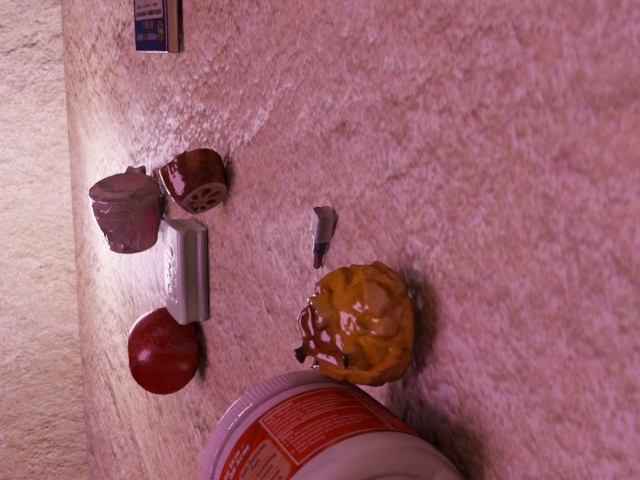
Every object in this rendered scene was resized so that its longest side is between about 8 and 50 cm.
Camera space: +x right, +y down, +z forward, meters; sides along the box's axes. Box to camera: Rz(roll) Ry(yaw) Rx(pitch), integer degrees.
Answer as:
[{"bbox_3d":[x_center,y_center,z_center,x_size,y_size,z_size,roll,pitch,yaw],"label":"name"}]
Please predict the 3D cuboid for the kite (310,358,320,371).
[{"bbox_3d":[0.033,0.179,1.288,0.244,0.006,0.198,156,107,-66],"label":"kite"}]

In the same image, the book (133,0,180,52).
[{"bbox_3d":[-0.356,-0.613,1.954,0.300,0.039,0.428,-153,60,-63],"label":"book"}]

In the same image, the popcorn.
[{"bbox_3d":[0.046,0.100,1.087,0.148,0.152,0.167,43,146,30],"label":"popcorn"}]

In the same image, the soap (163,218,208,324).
[{"bbox_3d":[-0.277,0.060,1.902,0.119,0.066,0.198,-151,58,-60],"label":"soap"}]

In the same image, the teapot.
[{"bbox_3d":[-0.461,-0.068,2.179,0.221,0.163,0.178,-135,37,-55],"label":"teapot"}]

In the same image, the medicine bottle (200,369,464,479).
[{"bbox_3d":[0.016,0.303,1.049,0.241,0.252,0.252,-151,59,-64],"label":"medicine bottle"}]

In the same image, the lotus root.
[{"bbox_3d":[-0.223,-0.109,1.683,0.081,0.112,0.122,63,-178,21],"label":"lotus root"}]

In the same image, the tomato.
[{"bbox_3d":[-0.338,0.236,1.985,0.187,0.151,0.187,173,90,-72],"label":"tomato"}]

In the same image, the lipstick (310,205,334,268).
[{"bbox_3d":[0.000,0.000,1.299,0.107,0.025,0.025,97,155,-42],"label":"lipstick"}]
